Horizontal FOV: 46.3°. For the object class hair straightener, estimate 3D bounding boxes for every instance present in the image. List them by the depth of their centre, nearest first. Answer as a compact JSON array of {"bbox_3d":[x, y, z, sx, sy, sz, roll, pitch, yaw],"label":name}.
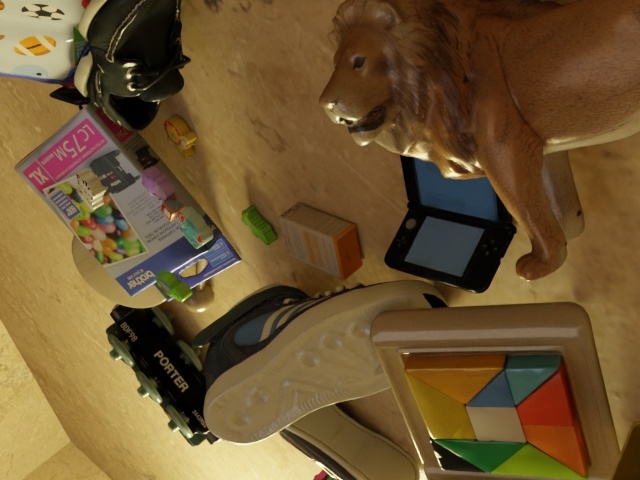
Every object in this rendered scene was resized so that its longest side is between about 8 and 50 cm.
[{"bbox_3d":[-0.337,-0.205,1.133,0.230,0.047,0.089,22,139,33],"label":"hair straightener"}]

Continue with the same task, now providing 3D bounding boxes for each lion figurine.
[{"bbox_3d":[0.183,-0.109,0.484,0.392,0.142,0.240,-16,102,42],"label":"lion figurine"}]

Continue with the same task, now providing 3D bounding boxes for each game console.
[{"bbox_3d":[0.112,-0.022,0.701,0.122,0.107,0.071,17,163,45],"label":"game console"}]

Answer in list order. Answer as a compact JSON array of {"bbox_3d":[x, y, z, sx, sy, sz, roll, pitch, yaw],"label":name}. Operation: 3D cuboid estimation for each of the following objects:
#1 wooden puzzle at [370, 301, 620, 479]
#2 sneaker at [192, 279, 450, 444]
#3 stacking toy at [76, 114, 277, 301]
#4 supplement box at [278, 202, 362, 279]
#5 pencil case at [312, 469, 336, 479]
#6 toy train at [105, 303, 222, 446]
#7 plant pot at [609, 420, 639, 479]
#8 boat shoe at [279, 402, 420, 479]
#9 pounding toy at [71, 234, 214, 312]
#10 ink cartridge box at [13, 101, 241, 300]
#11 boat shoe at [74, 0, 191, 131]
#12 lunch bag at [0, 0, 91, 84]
[{"bbox_3d":[0.179,0.175,0.766,0.221,0.044,0.239,-6,118,29],"label":"wooden puzzle"},{"bbox_3d":[-0.005,0.094,0.922,0.130,0.323,0.236,53,-164,-24],"label":"sneaker"},{"bbox_3d":[-0.184,-0.045,0.969,0.221,0.167,0.052,47,148,9],"label":"stacking toy"},{"bbox_3d":[0.000,0.000,0.899,0.098,0.036,0.062,23,139,39],"label":"supplement box"},{"bbox_3d":[0.039,0.493,1.301,0.104,0.104,0.236,24,138,38],"label":"pencil case"},{"bbox_3d":[-0.300,0.264,1.481,0.334,0.142,0.190,50,159,3],"label":"toy train"},{"bbox_3d":[0.323,0.215,0.662,0.083,0.081,0.081,43,150,-8],"label":"plant pot"},{"bbox_3d":[-0.003,0.284,1.125,0.335,0.112,0.095,39,142,14],"label":"boat shoe"},{"bbox_3d":[-0.281,0.014,1.246,0.237,0.110,0.183,12,126,7],"label":"pounding toy"},{"bbox_3d":[-0.281,-0.039,1.102,0.186,0.065,0.311,-28,111,32],"label":"ink cartridge box"},{"bbox_3d":[-0.208,-0.209,0.871,0.113,0.127,0.340,54,151,-6],"label":"boat shoe"},{"bbox_3d":[-0.407,-0.367,0.854,0.385,0.239,0.328,31,152,-17],"label":"lunch bag"}]
